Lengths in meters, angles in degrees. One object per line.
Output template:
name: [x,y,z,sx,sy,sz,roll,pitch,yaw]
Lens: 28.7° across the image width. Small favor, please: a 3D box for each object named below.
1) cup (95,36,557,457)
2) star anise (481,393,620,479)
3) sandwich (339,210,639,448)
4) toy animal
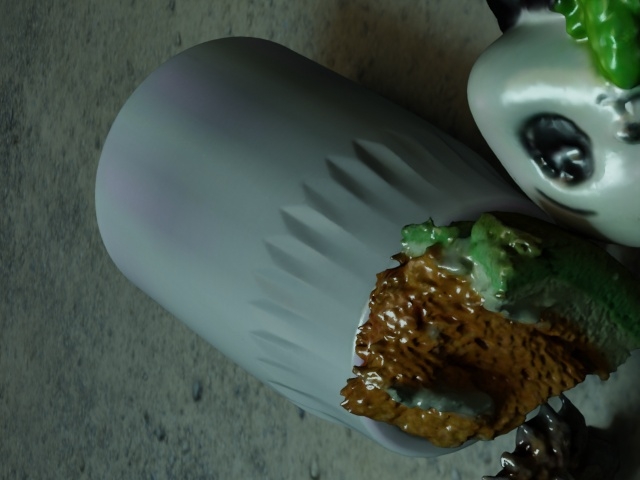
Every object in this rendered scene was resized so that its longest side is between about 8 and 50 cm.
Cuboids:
cup: [0.000,0.000,1.003,0.371,0.253,0.253,34,117,49]
star anise: [0.215,0.167,0.797,0.227,0.148,0.218,30,127,42]
sandwich: [0.121,0.066,0.800,0.109,0.185,0.160,25,92,53]
toy animal: [0.192,-0.130,0.762,0.212,0.213,0.266,-23,67,53]
